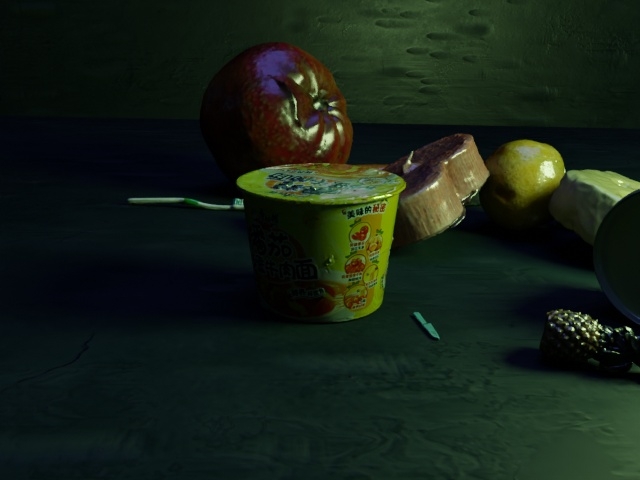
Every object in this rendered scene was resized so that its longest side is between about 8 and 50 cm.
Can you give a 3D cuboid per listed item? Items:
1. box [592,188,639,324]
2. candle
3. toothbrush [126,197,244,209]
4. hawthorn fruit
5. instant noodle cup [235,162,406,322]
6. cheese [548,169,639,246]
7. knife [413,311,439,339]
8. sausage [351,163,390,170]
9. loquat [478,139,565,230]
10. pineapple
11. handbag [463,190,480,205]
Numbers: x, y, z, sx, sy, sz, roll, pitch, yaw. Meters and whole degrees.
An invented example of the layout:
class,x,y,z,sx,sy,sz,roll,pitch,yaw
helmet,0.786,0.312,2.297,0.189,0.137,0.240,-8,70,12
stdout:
class,x,y,z,sx,sy,sz,roll,pitch,yaw
box,0.550,0.017,1.007,0.149,0.226,0.226,-14,23,-42
candle,0.188,-0.114,1.407,0.287,0.131,0.317,-10,25,47
toothbrush,-0.317,-0.088,1.600,0.304,0.030,0.030,1,17,4
hawthorn fruit,-0.128,-0.289,1.741,0.403,0.403,0.403,2,17,-1
instant noodle cup,0.000,0.000,1.048,0.264,0.200,0.264,1,17,0
cheese,0.624,-0.050,1.319,0.326,0.115,0.318,21,26,7
knife,0.157,0.126,0.987,0.014,0.005,0.091,-3,18,-10
sausage,0.150,-0.173,1.833,0.197,0.076,0.076,1,17,-1
loquat,0.453,-0.114,1.475,0.213,0.213,0.213,2,17,-1
pineapple,0.374,0.137,0.874,0.159,0.074,0.074,12,20,21
handbag,0.375,-0.143,1.771,0.270,0.088,0.175,-5,10,-19
